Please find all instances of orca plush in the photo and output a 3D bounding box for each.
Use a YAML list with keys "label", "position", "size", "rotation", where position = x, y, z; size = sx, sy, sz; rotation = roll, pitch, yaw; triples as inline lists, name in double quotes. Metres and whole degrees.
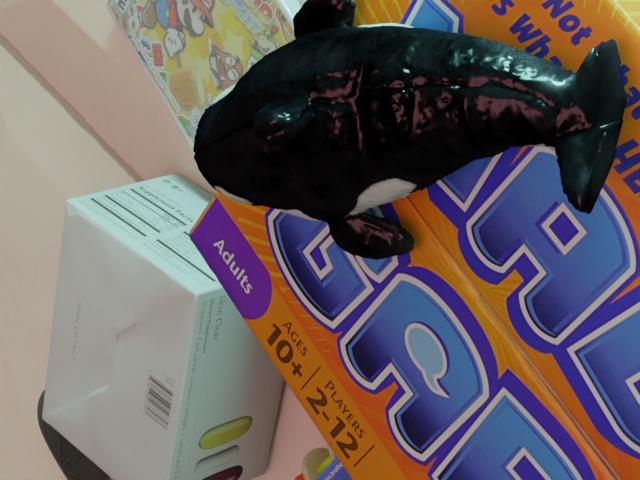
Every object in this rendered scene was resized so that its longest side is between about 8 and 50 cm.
- label: "orca plush"
  position: [0.016, -0.048, 0.797]
  size: [0.287, 0.102, 0.151]
  rotation: [17, 115, 41]

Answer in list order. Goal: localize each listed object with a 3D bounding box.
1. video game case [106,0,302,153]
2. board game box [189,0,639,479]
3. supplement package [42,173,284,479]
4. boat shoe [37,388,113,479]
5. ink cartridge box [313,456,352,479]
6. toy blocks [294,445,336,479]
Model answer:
- label: "video game case"
  position: [-0.104, -0.202, 1.444]
  size: [0.206, 0.026, 0.227]
  rotation: [-45, 70, 43]
- label: "board game box"
  position: [0.210, -0.008, 0.951]
  size: [0.356, 0.356, 0.356]
  rotation: [55, 134, 18]
- label: "supplement package"
  position: [-0.150, 0.101, 1.503]
  size: [0.204, 0.145, 0.262]
  rotation: [33, 125, 35]
- label: "boat shoe"
  position: [-0.191, 0.285, 1.648]
  size: [0.320, 0.103, 0.118]
  rotation: [56, 133, 10]
- label: "ink cartridge box"
  position: [0.116, 0.307, 1.317]
  size: [0.311, 0.065, 0.186]
  rotation: [43, 130, 7]
- label: "toy blocks"
  position: [0.013, 0.264, 1.458]
  size: [0.123, 0.054, 0.148]
  rotation: [57, 135, 14]
